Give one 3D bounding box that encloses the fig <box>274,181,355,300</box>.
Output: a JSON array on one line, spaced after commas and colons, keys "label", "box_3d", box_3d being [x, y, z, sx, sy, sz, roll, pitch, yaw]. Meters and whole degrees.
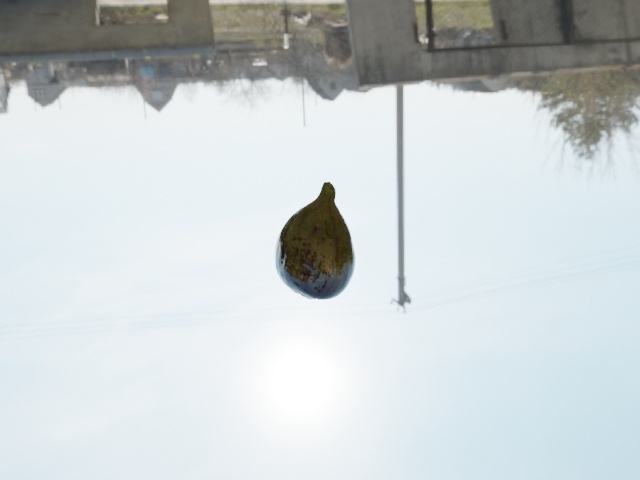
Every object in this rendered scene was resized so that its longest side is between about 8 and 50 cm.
[{"label": "fig", "box_3d": [0.000, 0.000, 0.776, 0.109, 0.154, 0.103, 18, -178, 3]}]
